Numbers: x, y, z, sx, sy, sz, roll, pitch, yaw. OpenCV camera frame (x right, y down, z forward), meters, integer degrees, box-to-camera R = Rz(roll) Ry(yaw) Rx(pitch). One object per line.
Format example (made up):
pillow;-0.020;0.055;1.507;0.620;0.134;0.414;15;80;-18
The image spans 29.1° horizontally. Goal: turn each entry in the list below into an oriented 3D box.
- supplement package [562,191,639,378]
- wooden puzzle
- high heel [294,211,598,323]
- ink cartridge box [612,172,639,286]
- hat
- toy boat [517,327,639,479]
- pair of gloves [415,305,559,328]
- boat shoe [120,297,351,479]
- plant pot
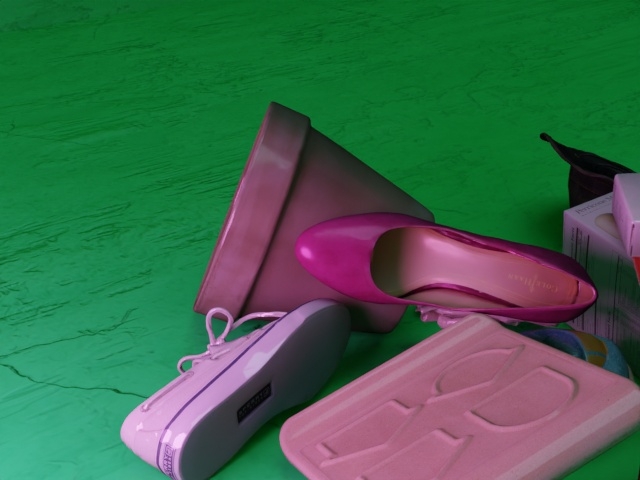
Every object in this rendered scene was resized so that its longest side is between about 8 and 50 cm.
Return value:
supplement package;0.504;0.063;1.764;0.199;0.198;0.262;-20;35;-22
wooden puzzle;0.153;0.223;1.391;0.322;0.080;0.348;-29;21;-14
high heel;0.162;0.031;1.574;0.377;0.127;0.181;6;-2;-11
ink cartridge box;0.555;-0.005;1.620;0.296;0.066;0.261;-2;32;3
hat;0.487;-0.062;2.095;0.331;0.134;0.331;25;14;-7
toy boat;0.339;0.198;1.558;0.267;0.148;0.318;-16;34;-36
pair of gloves;0.240;0.104;1.776;0.204;0.042;0.240;3;4;5
boat shoe;-0.116;0.169;1.574;0.156;0.136;0.367;19;40;31
plant pot;0.000;0.000;1.766;0.280;0.323;0.323;21;26;-6
